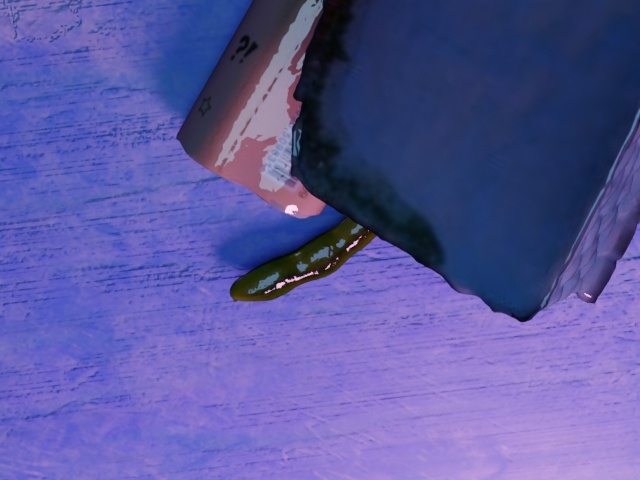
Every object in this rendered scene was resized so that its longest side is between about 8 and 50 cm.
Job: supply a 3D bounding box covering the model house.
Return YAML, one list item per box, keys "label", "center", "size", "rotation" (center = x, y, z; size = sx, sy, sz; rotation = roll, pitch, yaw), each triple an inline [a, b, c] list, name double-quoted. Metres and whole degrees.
- label: "model house"
  center: [0.213, -0.157, 0.982]
  size: [0.297, 0.339, 0.360]
  rotation: [32, 111, 30]

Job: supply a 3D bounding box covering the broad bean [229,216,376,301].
- label: "broad bean"
  center: [0.004, 0.002, 1.144]
  size: [0.227, 0.039, 0.069]
  rotation: [-39, 130, 9]

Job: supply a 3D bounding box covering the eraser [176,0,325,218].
- label: "eraser"
  center: [0.001, -0.178, 1.070]
  size: [0.171, 0.087, 0.290]
  rotation: [29, 104, -13]
